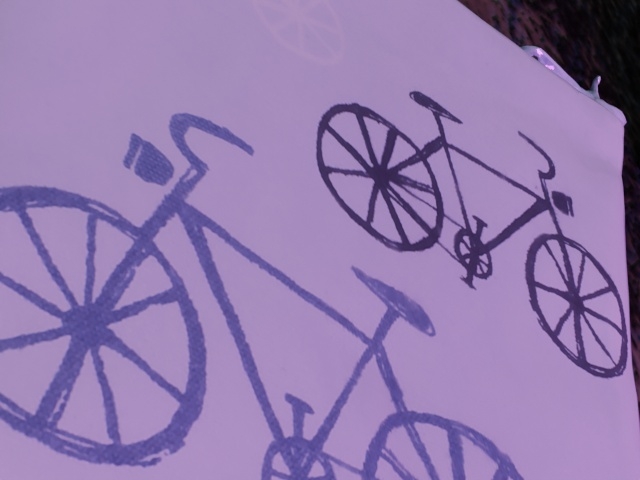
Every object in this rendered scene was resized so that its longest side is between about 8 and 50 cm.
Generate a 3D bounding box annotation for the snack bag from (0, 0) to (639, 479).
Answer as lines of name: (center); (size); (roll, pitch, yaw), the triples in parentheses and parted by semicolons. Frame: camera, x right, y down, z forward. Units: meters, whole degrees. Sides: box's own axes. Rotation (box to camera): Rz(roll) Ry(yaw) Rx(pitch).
snack bag: (0.000, 0.000, 0.546); (0.323, 0.037, 0.342); (31, 45, -28)
